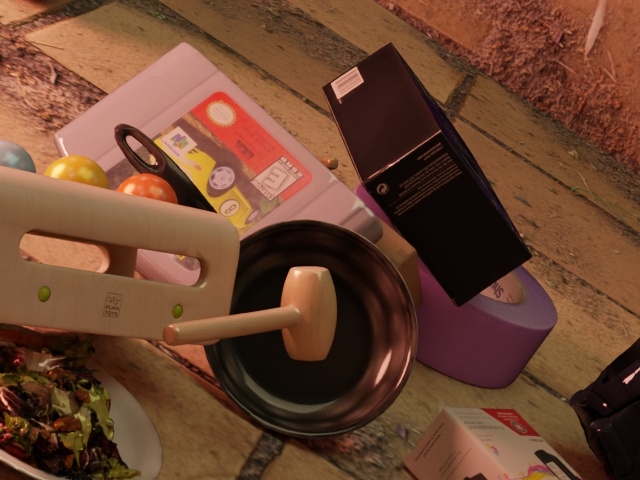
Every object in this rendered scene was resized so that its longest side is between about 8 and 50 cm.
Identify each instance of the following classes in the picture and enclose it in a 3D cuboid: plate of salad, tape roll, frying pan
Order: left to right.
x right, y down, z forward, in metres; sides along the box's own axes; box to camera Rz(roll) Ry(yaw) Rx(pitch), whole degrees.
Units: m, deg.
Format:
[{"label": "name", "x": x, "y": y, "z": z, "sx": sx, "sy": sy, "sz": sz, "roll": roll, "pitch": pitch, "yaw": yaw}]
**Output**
[{"label": "plate of salad", "x": -0.199, "y": 0.112, "z": 1.163, "sx": 0.200, "sy": 0.048, "sz": 0.200, "roll": 30, "pitch": 18, "yaw": -11}, {"label": "frying pan", "x": -0.069, "y": 0.052, "z": 1.391, "sx": 0.326, "sy": 0.197, "sz": 0.053, "roll": 24, "pitch": -20, "yaw": -7}, {"label": "tape roll", "x": 0.133, "y": 0.047, "z": 1.806, "sx": 0.275, "sy": 0.090, "sz": 0.275, "roll": 30, "pitch": 18, "yaw": -11}]

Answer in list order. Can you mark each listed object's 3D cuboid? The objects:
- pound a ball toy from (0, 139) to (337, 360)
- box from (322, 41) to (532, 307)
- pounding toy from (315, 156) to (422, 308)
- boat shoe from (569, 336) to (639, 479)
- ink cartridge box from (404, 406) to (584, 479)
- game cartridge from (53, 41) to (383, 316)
[{"label": "pound a ball toy", "x": -0.151, "y": 0.007, "z": 1.223, "sx": 0.208, "sy": 0.136, "sz": 0.319, "roll": 6, "pitch": -3, "yaw": 38}, {"label": "box", "x": 0.109, "y": -0.076, "z": 1.687, "sx": 0.184, "sy": 0.103, "sz": 0.261, "roll": 54, "pitch": 8, "yaw": -28}, {"label": "pounding toy", "x": -0.005, "y": -0.008, "z": 1.603, "sx": 0.206, "sy": 0.094, "sz": 0.181, "roll": 41, "pitch": -15, "yaw": 23}, {"label": "boat shoe", "x": 0.391, "y": 0.234, "z": 1.747, "sx": 0.340, "sy": 0.158, "sz": 0.127, "roll": 55, "pitch": -1, "yaw": -35}, {"label": "ink cartridge box", "x": 0.183, "y": 0.235, "z": 1.441, "sx": 0.127, "sy": 0.072, "sz": 0.175, "roll": 9, "pitch": 29, "yaw": -52}, {"label": "game cartridge", "x": -0.109, "y": -0.045, "z": 1.506, "sx": 0.294, "sy": 0.196, "sz": 0.060, "roll": 43, "pitch": -18, "yaw": 21}]
